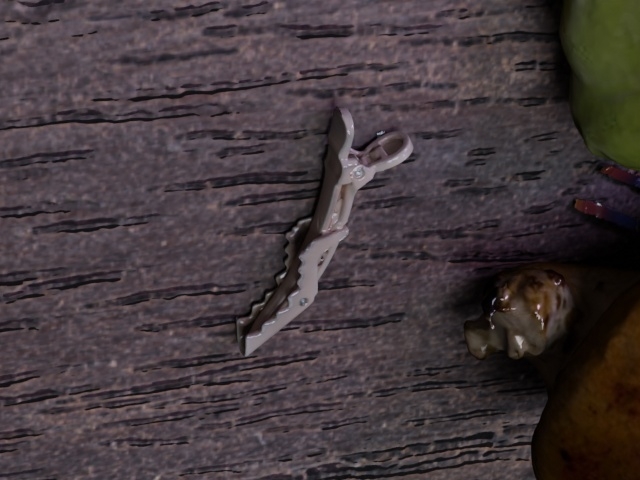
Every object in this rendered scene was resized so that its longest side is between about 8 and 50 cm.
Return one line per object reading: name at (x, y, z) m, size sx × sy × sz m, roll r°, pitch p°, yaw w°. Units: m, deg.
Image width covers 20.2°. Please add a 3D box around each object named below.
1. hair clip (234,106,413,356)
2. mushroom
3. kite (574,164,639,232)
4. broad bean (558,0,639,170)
hair clip at (0.000, 0.000, 1.388) m, size 0.072 × 0.034 × 0.226 m, roll 9°, pitch 119°, yaw -31°
mushroom at (0.302, 0.071, 1.480) m, size 0.345 × 0.259 × 0.345 m, roll -37°, pitch 159°, yaw -17°
kite at (0.324, -0.026, 1.533) m, size 0.245 × 0.015 × 0.141 m, roll 17°, pitch 117°, yaw -34°
broad bean at (0.286, -0.180, 1.339) m, size 0.238 × 0.119 × 0.291 m, roll 16°, pitch 114°, yaw -33°
